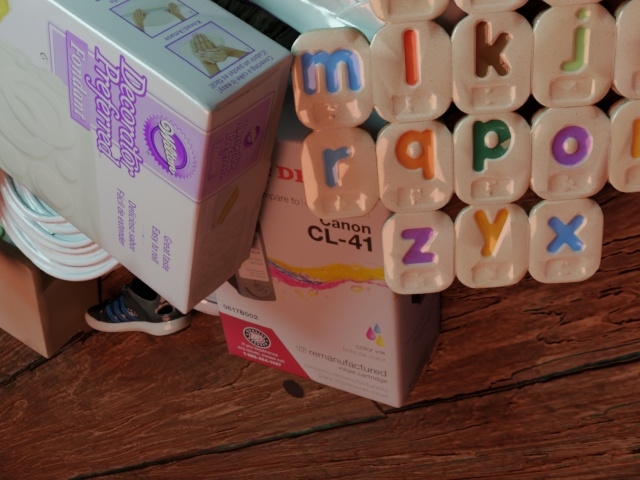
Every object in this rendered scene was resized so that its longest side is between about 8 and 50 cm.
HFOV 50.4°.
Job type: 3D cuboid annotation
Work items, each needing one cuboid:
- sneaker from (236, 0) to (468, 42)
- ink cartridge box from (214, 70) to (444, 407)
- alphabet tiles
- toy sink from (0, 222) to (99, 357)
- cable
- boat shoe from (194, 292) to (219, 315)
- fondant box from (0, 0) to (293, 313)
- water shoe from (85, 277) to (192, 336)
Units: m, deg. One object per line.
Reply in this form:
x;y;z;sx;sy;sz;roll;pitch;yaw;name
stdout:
-0.010;-0.244;0.540;0.305;0.114;0.152;34;118;7;sneaker
0.000;0.000;0.697;0.226;0.131;0.306;13;132;26;ink cartridge box
0.124;-0.094;0.498;0.284;0.021;0.278;-5;111;4;alphabet tiles
-0.433;0.038;1.027;0.152;0.131;0.234;29;139;11;toy sink
-0.265;-0.088;0.762;0.257;0.089;0.257;30;109;17;cable
-0.181;-0.021;0.835;0.267;0.096;0.088;46;139;8;boat shoe
-0.195;-0.123;0.569;0.330;0.096;0.238;35;141;13;fondant box
-0.275;0.093;1.022;0.203;0.073;0.080;0;103;30;water shoe
